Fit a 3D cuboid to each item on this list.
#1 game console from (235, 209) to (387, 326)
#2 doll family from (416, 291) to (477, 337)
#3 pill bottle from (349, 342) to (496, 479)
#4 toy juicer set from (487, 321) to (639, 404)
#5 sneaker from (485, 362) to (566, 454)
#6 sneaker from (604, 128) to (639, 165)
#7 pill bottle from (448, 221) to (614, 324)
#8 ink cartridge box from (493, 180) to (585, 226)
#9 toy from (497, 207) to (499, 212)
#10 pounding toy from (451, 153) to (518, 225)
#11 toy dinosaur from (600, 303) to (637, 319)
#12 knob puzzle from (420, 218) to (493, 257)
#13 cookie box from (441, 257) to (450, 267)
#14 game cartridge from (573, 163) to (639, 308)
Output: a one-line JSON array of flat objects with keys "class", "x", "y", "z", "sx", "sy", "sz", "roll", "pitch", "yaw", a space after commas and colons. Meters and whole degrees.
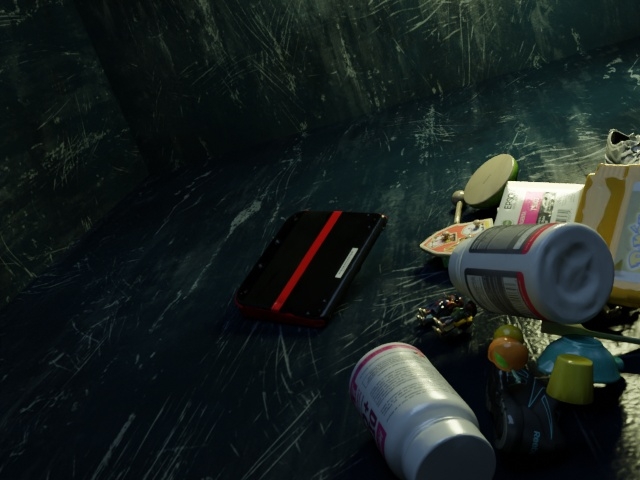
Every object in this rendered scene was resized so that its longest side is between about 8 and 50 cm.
[{"class": "game console", "x": -0.030, "y": 0.065, "z": 1.850, "sx": 0.341, "sy": 0.060, "sz": 0.387, "roll": 5, "pitch": 50, "yaw": 38}, {"class": "doll family", "x": 0.282, "y": 0.156, "z": 1.471, "sx": 0.111, "sy": 0.076, "sz": 0.193, "roll": -28, "pitch": 20, "yaw": -9}, {"class": "pill bottle", "x": 0.161, "y": 0.298, "z": 1.116, "sx": 0.160, "sy": 0.160, "sz": 0.283, "roll": -23, "pitch": 22, "yaw": -8}, {"class": "toy juicer set", "x": 0.409, "y": 0.203, "z": 1.168, "sx": 0.209, "sy": 0.090, "sz": 0.329, "roll": 12, "pitch": 11, "yaw": 39}, {"class": "sneaker", "x": 0.341, "y": 0.276, "z": 1.146, "sx": 0.106, "sy": 0.101, "sz": 0.267, "roll": 10, "pitch": 24, "yaw": 5}, {"class": "sneaker", "x": 0.860, "y": -0.232, "z": 1.842, "sx": 0.105, "sy": 0.115, "sz": 0.281, "roll": -22, "pitch": 22, "yaw": -6}, {"class": "pill bottle", "x": 0.377, "y": 0.057, "z": 1.282, "sx": 0.176, "sy": 0.176, "sz": 0.318, "roll": -27, "pitch": 9, "yaw": -18}, {"class": "ink cartridge box", "x": 0.518, "y": -0.037, "z": 1.605, "sx": 0.193, "sy": 0.088, "sz": 0.235, "roll": 6, "pitch": 45, "yaw": 24}, {"class": "toy", "x": 0.577, "y": -0.045, "z": 1.714, "sx": 0.237, "sy": 0.056, "sz": 0.137, "roll": -9, "pitch": 30, "yaw": 15}, {"class": "pounding toy", "x": 0.500, "y": -0.129, "z": 1.961, "sx": 0.237, "sy": 0.110, "sz": 0.183, "roll": -42, "pitch": 23, "yaw": 29}, {"class": "toy dinosaur", "x": 0.563, "y": 0.086, "z": 1.373, "sx": 0.160, "sy": 0.121, "sz": 0.314, "roll": 17, "pitch": 73, "yaw": 55}, {"class": "knob puzzle", "x": 0.351, "y": -0.010, "z": 1.748, "sx": 0.213, "sy": 0.030, "sz": 0.213, "roll": -16, "pitch": 21, "yaw": 6}, {"class": "cookie box", "x": 0.375, "y": 0.030, "z": 1.732, "sx": 0.107, "sy": 0.040, "sz": 0.092, "roll": -6, "pitch": 26, "yaw": 32}, {"class": "game cartridge", "x": 0.633, "y": -0.008, "z": 1.255, "sx": 0.323, "sy": 0.052, "sz": 0.285, "roll": 9, "pitch": 70, "yaw": 38}]
